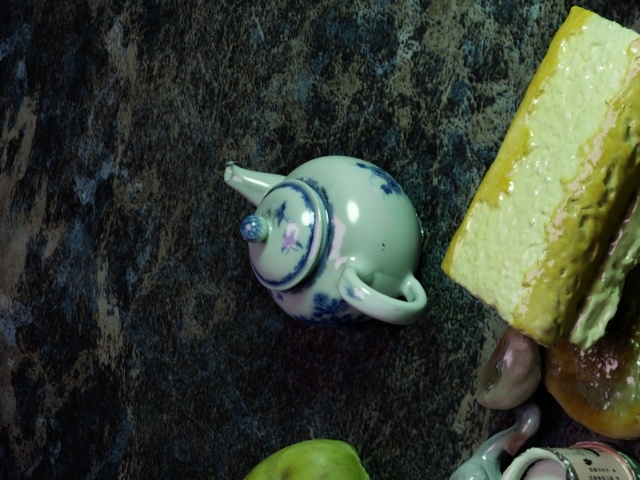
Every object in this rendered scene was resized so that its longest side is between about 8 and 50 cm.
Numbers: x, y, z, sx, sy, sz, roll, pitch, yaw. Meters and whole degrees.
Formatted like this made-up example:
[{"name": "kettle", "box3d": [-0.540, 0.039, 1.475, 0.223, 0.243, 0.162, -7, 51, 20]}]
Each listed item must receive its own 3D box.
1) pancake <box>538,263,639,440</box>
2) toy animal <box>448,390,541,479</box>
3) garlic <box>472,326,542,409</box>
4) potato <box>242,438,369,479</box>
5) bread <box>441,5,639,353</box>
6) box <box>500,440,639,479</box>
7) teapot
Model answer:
[{"name": "pancake", "box3d": [0.376, 0.050, 1.685, 0.387, 0.082, 0.387, -21, 64, 50]}, {"name": "toy animal", "box3d": [0.202, 0.330, 1.788, 0.324, 0.090, 0.195, -58, 23, 20]}, {"name": "garlic", "box3d": [0.244, 0.175, 1.763, 0.084, 0.066, 0.152, -71, 2, -63]}, {"name": "potato", "box3d": [-0.067, 0.416, 1.944, 0.330, 0.213, 0.280, 32, 109, 64]}, {"name": "bread", "box3d": [0.301, -0.074, 1.633, 0.375, 0.165, 0.236, -66, 29, 9]}, {"name": "box", "box3d": [0.302, 0.313, 1.667, 0.151, 0.135, 0.151, -17, 66, 45]}, {"name": "teapot", "box3d": [0.000, 0.000, 1.982, 0.424, 0.280, 0.252, 43, 115, 44]}]
